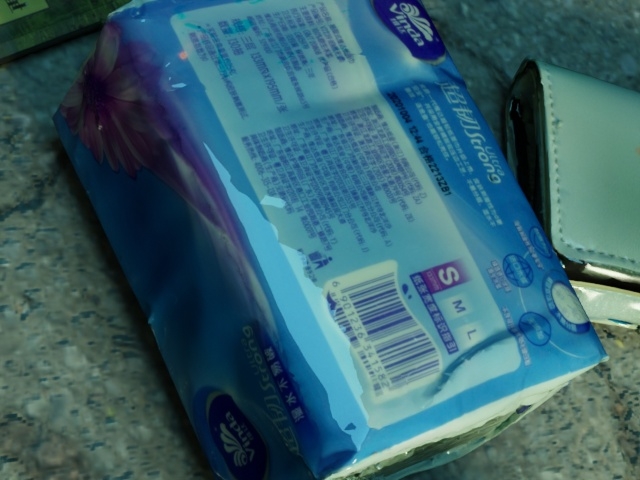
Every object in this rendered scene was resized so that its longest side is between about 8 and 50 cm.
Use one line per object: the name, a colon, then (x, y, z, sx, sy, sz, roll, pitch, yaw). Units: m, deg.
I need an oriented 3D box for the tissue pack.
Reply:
tissue pack: (0.000, 0.000, 0.854, 0.198, 0.146, 0.263, -17, 73, -35)

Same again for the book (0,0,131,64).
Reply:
book: (-0.158, -0.198, 0.952, 0.228, 0.024, 0.160, -27, 82, -35)

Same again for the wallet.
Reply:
wallet: (0.240, -0.016, 1.032, 0.250, 0.075, 0.176, 15, 56, -19)
